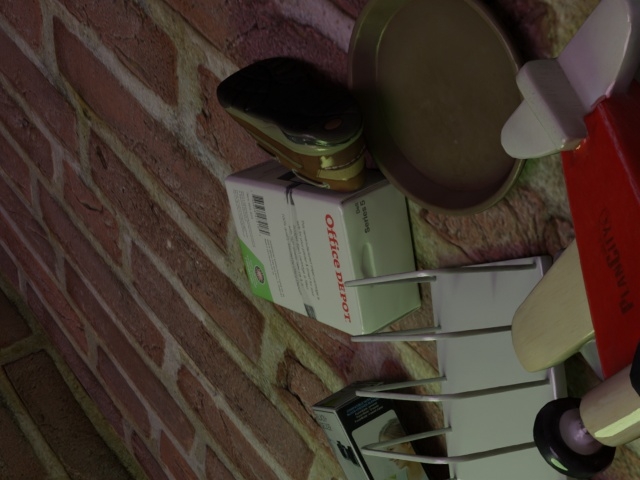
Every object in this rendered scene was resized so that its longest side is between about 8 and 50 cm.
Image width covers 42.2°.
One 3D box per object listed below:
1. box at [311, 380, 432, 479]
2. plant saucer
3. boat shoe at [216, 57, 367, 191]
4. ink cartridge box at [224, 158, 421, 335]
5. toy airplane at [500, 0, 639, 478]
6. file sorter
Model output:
[{"bbox_3d":[0.101,0.360,1.252,0.289,0.087,0.169,64,165,2],"label":"box"},{"bbox_3d":[0.134,-0.162,0.942,0.278,0.041,0.277,32,135,40],"label":"plant saucer"},{"bbox_3d":[-0.041,-0.150,1.109,0.324,0.123,0.119,45,161,53],"label":"boat shoe"},{"bbox_3d":[0.000,0.000,1.170,0.273,0.115,0.198,16,124,50],"label":"ink cartridge box"},{"bbox_3d":[0.296,-0.005,0.655,0.386,0.273,0.384,-136,55,-71],"label":"toy airplane"},{"bbox_3d":[0.148,0.168,0.946,0.193,0.173,0.277,-13,82,58],"label":"file sorter"}]
